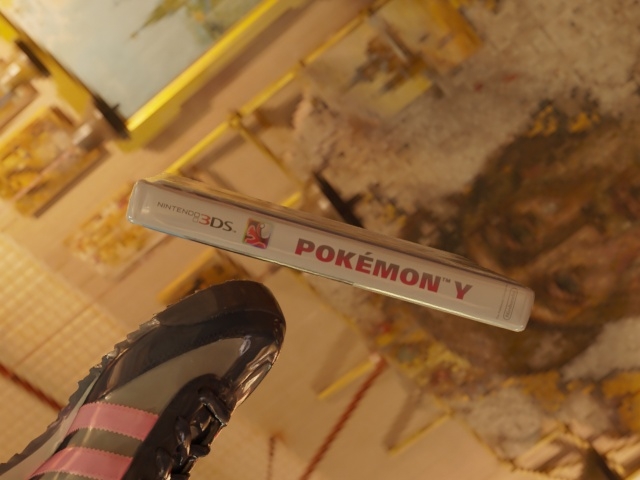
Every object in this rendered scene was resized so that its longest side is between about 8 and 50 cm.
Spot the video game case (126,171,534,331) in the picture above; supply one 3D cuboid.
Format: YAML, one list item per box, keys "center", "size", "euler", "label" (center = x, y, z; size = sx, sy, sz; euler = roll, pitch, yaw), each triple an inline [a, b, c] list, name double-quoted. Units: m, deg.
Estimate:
- center: [0.000, 0.000, 0.701]
  size: [0.183, 0.023, 0.201]
  euler: [16, -177, -4]
  label: "video game case"

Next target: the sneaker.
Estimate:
- center: [-0.124, 0.166, 0.872]
  size: [0.131, 0.319, 0.112]
  euler: [45, 178, 37]
  label: "sneaker"
